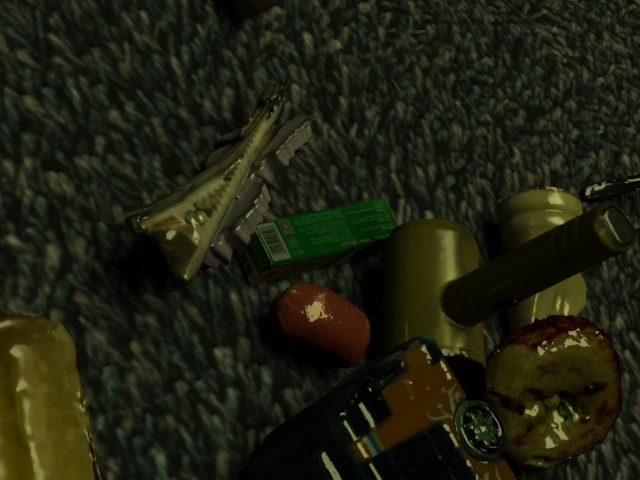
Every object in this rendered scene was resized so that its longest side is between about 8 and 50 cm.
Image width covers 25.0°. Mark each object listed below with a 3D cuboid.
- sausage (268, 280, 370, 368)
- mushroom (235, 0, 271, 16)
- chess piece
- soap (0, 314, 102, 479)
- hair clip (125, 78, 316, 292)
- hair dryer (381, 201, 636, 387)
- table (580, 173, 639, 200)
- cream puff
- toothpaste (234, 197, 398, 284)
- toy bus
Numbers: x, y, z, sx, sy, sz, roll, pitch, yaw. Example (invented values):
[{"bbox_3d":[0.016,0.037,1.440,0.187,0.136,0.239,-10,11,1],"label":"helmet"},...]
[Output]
[{"bbox_3d":[-0.001,0.069,1.202,0.094,0.059,0.054,29,67,-28],"label":"sausage"},{"bbox_3d":[-0.122,-0.288,1.347,0.209,0.071,0.084,31,77,-19],"label":"mushroom"},{"bbox_3d":[0.219,0.056,1.415,0.090,0.090,0.200,17,62,-34],"label":"chess piece"},{"bbox_3d":[-0.259,0.205,0.782,0.304,0.169,0.339,7,56,-40],"label":"soap"},{"bbox_3d":[-0.079,-0.050,1.182,0.084,0.106,0.292,55,35,-17],"label":"hair clip"},{"bbox_3d":[0.150,0.024,1.194,0.090,0.278,0.135,17,61,-29],"label":"hair dryer"},{"bbox_3d":[0.480,0.005,1.594,0.249,0.317,0.317,-21,77,-35],"label":"table"},{"bbox_3d":[0.199,0.132,1.299,0.149,0.149,0.084,28,6,-26],"label":"cream puff"},{"bbox_3d":[0.000,0.000,1.272,0.178,0.037,0.043,-12,68,-47],"label":"toothpaste"},{"bbox_3d":[0.079,0.229,1.106,0.167,0.138,0.275,-25,83,-47],"label":"toy bus"}]
